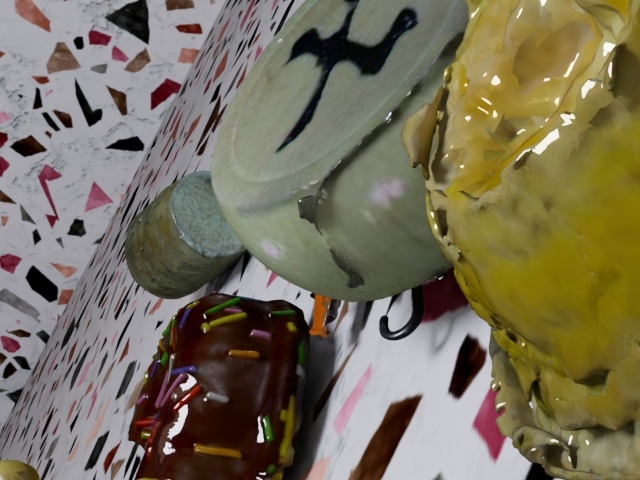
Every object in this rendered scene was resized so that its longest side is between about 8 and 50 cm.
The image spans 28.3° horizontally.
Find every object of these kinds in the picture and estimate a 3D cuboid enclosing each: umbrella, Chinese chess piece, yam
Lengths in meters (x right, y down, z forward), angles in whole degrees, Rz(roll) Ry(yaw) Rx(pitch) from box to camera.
[{"bbox_3d":[0.061,-0.045,0.772,0.044,0.044,0.269,-25,39,29],"label":"umbrella"},{"bbox_3d":[0.041,-0.075,0.698,0.237,0.092,0.238,-35,30,24],"label":"Chinese chess piece"},{"bbox_3d":[-0.134,-0.007,1.315,0.194,0.107,0.107,-32,35,65],"label":"yam"}]

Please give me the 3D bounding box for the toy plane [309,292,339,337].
[{"bbox_3d":[0.010,0.005,0.868,0.188,0.062,0.135,151,141,-75],"label":"toy plane"}]

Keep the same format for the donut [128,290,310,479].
[{"bbox_3d":[-0.085,0.139,0.886,0.216,0.095,0.230,128,160,-59],"label":"donut"}]

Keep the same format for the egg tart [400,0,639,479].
[{"bbox_3d":[0.122,-0.063,0.451,0.315,0.120,0.315,-59,16,27],"label":"egg tart"}]

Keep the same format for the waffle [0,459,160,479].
[{"bbox_3d":[-0.051,0.225,0.297,0.151,0.261,0.324,-47,24,31],"label":"waffle"}]
